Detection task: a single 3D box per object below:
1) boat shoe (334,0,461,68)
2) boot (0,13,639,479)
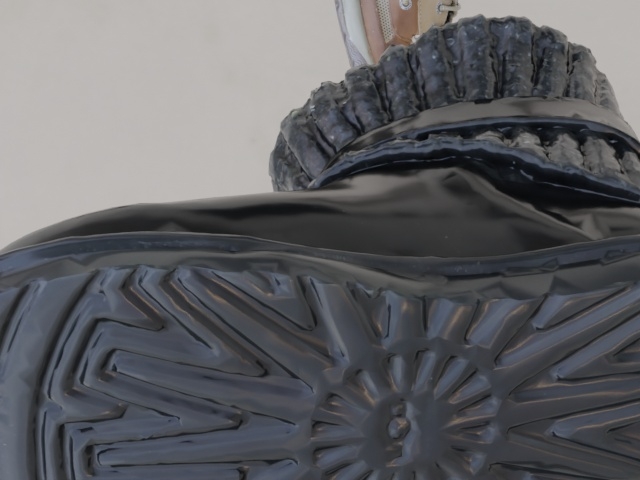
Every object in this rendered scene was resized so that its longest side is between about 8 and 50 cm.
[{"bbox_3d":[0.070,-0.215,1.587,0.116,0.123,0.324,-17,92,2],"label":"boat shoe"},{"bbox_3d":[0.000,0.004,0.731,0.260,0.348,0.131,-117,32,-56],"label":"boot"}]
